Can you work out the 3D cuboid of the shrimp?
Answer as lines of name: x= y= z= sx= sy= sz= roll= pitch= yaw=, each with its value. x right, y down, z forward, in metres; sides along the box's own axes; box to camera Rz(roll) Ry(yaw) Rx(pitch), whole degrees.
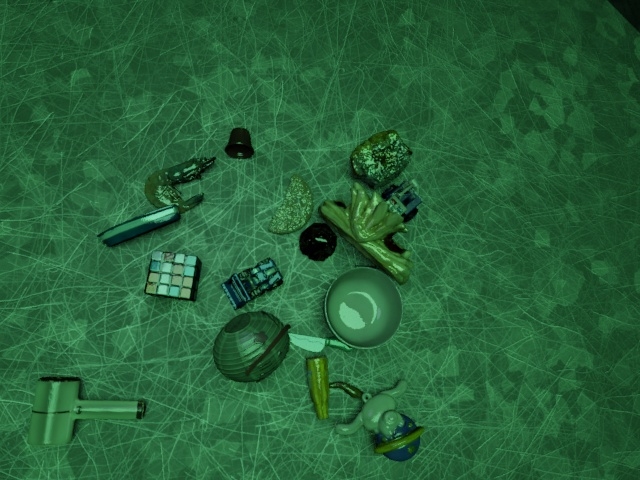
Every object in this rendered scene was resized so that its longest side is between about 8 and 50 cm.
shrimp: x=-0.500 y=-0.202 z=1.764 sx=0.289 sy=0.075 sz=0.178 roll=-23 pitch=91 yaw=-13

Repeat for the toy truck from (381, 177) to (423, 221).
toy truck: x=0.286 y=-0.130 z=1.807 sx=0.213 sy=0.177 sz=0.161 roll=-40 pitch=88 yaw=-14

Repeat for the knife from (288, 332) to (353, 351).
knife: x=-0.002 y=0.376 z=1.745 sx=0.259 sy=0.034 sz=0.063 roll=4 pitch=80 yaw=-2

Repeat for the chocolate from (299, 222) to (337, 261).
chocolate: x=0.000 y=0.000 z=1.764 sx=0.156 sy=0.133 sz=0.156 roll=1 pitch=81 yaw=-9

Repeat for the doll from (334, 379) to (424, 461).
doll: x=0.214 y=0.648 z=1.645 sx=0.310 sy=0.159 sz=0.243 roll=-14 pitch=83 yaw=-15

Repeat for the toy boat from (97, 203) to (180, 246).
toy boat: x=-0.644 y=-0.050 z=1.701 sx=0.298 sy=0.096 sz=0.062 roll=-22 pitch=95 yaw=-5

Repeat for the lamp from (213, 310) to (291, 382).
lamp: x=-0.227 y=0.360 z=1.617 sx=0.233 sy=0.233 sz=0.265 roll=45 pitch=62 yaw=2

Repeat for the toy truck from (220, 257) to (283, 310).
toy truck: x=-0.241 y=0.151 z=1.701 sx=0.208 sy=0.126 sz=0.113 roll=-30 pitch=85 yaw=-12

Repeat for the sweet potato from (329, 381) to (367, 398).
sweet potato: x=0.099 y=0.537 z=1.720 sx=0.153 sy=0.038 sz=0.042 roll=19 pitch=81 yaw=-2

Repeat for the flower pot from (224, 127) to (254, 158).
flower pot: x=-0.305 y=-0.376 z=1.812 sx=0.111 sy=0.111 sz=0.089 roll=2 pitch=68 yaw=-8

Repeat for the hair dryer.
hair dryer: x=-0.741 y=0.557 z=1.565 sx=0.361 sy=0.128 sz=0.204 roll=6 pitch=78 yaw=-15

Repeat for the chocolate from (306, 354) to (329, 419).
chocolate: x=-0.001 y=0.520 z=1.690 sx=0.085 sy=0.085 sz=0.220 roll=-7 pitch=82 yaw=-9

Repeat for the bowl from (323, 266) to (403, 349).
bowl: x=0.143 y=0.248 z=1.724 sx=0.286 sy=0.144 sz=0.288 roll=2 pitch=76 yaw=-9

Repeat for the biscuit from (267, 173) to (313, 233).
biscuit: x=-0.095 y=-0.125 z=1.825 sx=0.133 sy=0.032 sz=0.250 roll=25 pitch=76 yaw=-4

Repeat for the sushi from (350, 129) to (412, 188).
sushi: x=0.245 y=-0.321 z=1.855 sx=0.274 sy=0.139 sz=0.184 roll=-32 pitch=87 yaw=-6

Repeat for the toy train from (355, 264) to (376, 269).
toy train: x=0.173 y=0.103 z=1.826 sx=0.083 sy=0.017 sz=0.017 roll=2 pitch=80 yaw=-8

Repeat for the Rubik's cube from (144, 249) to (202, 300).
Rubik's cube: x=-0.505 y=0.126 z=1.654 sx=0.154 sy=0.154 sz=0.151 roll=7 pitch=77 yaw=-7

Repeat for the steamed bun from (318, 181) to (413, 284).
steamed bun: x=0.174 y=-0.056 z=1.688 sx=0.428 sy=0.247 sz=0.189 roll=41 pitch=91 yaw=23
